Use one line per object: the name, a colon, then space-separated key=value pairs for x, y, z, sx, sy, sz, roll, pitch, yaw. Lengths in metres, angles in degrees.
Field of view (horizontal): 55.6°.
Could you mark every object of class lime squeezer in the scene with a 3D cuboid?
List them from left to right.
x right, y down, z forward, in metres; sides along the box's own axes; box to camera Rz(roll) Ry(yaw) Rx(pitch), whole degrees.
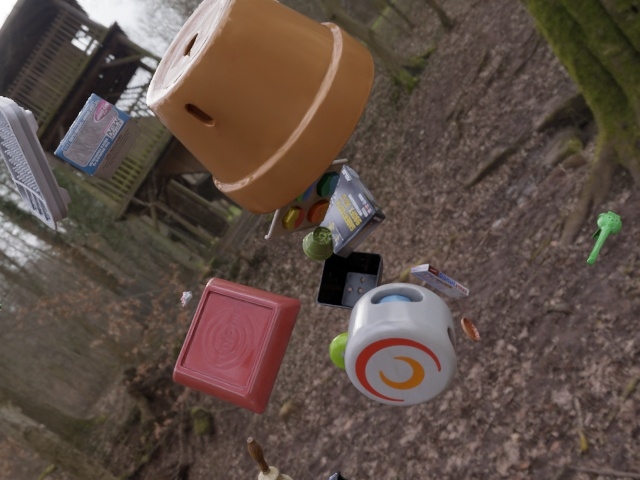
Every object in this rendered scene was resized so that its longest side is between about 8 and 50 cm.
lime squeezer: x=0.721 y=-0.021 z=1.534 sx=0.310 sy=0.059 sz=0.110 roll=-25 pitch=-54 yaw=-62

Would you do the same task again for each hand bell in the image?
hand bell: x=-0.177 y=0.697 z=1.874 sx=0.126 sy=0.242 sz=0.126 roll=-16 pitch=27 yaw=9

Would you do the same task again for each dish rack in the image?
dish rack: x=-0.734 y=-0.208 z=1.522 sx=0.072 sy=0.333 sz=0.285 roll=-31 pitch=34 yaw=-29

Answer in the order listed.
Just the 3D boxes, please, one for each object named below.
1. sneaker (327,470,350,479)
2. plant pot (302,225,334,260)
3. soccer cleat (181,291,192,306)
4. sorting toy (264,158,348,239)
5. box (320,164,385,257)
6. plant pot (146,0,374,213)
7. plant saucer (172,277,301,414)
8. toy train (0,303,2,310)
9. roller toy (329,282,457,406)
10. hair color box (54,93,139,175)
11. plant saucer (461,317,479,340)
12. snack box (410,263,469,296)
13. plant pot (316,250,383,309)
sneaker: x=0.121 y=0.847 z=1.970 sx=0.090 sy=0.232 sz=0.081 roll=-61 pitch=-10 yaw=16
plant pot: x=0.000 y=0.000 z=1.560 sx=0.083 sy=0.083 sz=0.079 roll=-62 pitch=-3 yaw=-23
soccer cleat: x=-0.449 y=0.196 z=2.046 sx=0.083 sy=0.036 sz=0.029 roll=-114 pitch=14 yaw=-66
sorting toy: x=-0.027 y=-0.093 z=1.421 sx=0.193 sy=0.038 sz=0.208 roll=-17 pitch=-40 yaw=-49
box: x=0.076 y=-0.091 z=1.855 sx=0.183 sy=0.056 sz=0.231 roll=-46 pitch=48 yaw=22
plant pot: x=-0.100 y=-0.209 z=0.838 sx=0.291 sy=0.203 sz=0.291 roll=-36 pitch=37 yaw=33
plant saucer: x=-0.199 y=0.221 z=1.352 sx=0.048 sy=0.259 sz=0.258 roll=41 pitch=-116 yaw=-58
toy train: x=-0.700 y=0.148 z=1.287 sx=0.083 sy=0.024 sz=0.017 roll=-147 pitch=67 yaw=-81
roller toy: x=0.143 y=0.179 z=1.068 sx=0.191 sy=0.209 sz=0.146 roll=-47 pitch=15 yaw=30
hair color box: x=-0.566 y=-0.259 z=1.578 sx=0.174 sy=0.105 sz=0.347 roll=-59 pitch=13 yaw=-3
plant saucer: x=0.478 y=0.286 z=1.947 sx=0.013 sy=0.083 sz=0.083 roll=-39 pitch=18 yaw=26
snack box: x=0.334 y=0.114 z=1.694 sx=0.064 sy=0.178 sz=0.022 roll=-10 pitch=56 yaw=52
plant pot: x=0.114 y=0.148 z=1.990 sx=0.167 sy=0.187 sz=0.188 roll=47 pitch=-128 yaw=-64
